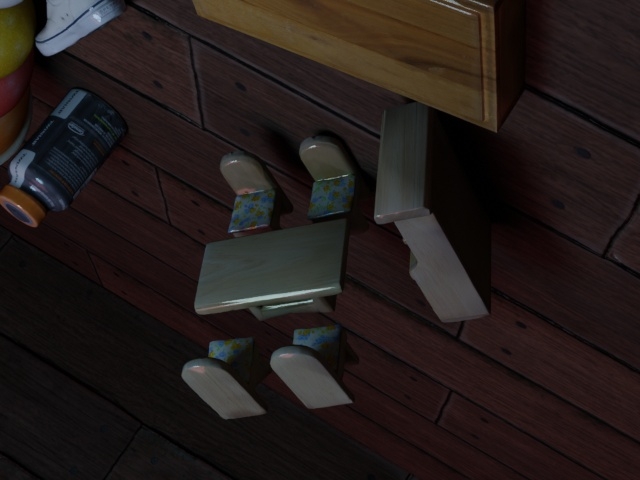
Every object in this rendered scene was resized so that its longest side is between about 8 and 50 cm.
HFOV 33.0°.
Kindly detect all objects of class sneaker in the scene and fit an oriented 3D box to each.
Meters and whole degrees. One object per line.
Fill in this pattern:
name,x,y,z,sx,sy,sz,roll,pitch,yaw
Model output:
sneaker,-0.364,-0.342,1.587,0.258,0.094,0.091,-9,115,55

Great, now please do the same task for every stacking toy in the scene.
stacking toy,-0.558,-0.338,1.677,0.351,0.350,0.480,39,140,-12

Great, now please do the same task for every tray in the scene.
tray,0.021,-0.270,1.175,0.411,0.076,0.203,24,157,22

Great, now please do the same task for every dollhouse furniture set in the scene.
dollhouse furniture set,0.000,0.000,1.427,0.394,0.362,0.256,-10,141,22

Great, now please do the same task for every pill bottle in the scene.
pill bottle,-0.466,-0.142,1.920,0.130,0.245,0.130,29,158,13
